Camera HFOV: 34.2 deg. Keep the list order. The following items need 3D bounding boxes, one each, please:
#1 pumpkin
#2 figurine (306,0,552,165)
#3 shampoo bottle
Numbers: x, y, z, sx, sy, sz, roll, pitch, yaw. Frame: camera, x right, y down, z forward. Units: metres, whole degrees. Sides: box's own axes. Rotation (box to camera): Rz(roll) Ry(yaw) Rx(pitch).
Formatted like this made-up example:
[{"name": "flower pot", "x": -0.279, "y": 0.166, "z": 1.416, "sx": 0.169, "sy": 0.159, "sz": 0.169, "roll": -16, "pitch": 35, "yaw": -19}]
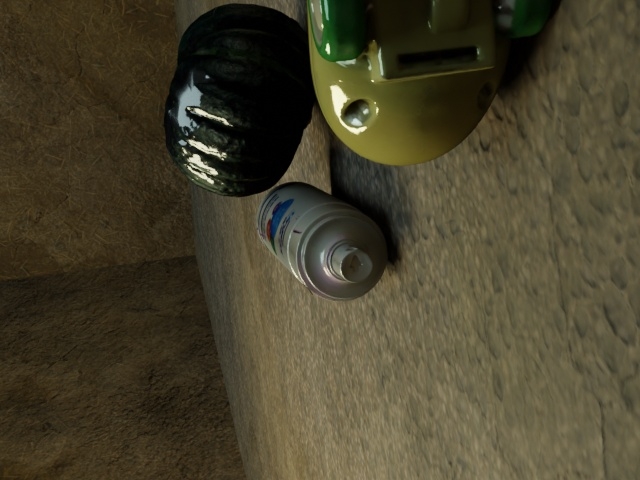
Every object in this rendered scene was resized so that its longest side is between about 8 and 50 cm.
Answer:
[{"name": "pumpkin", "x": -0.088, "y": -0.155, "z": 1.155, "sx": 0.220, "sy": 0.162, "sz": 0.220, "roll": -164, "pitch": 90, "yaw": -87}, {"name": "figurine", "x": 0.039, "y": -0.206, "z": 0.623, "sx": 0.222, "sy": 0.124, "sz": 0.324, "roll": -130, "pitch": 32, "yaw": -80}, {"name": "shampoo bottle", "x": 0.000, "y": 0.000, "z": 1.039, "sx": 0.303, "sy": 0.092, "sz": 0.092, "roll": -139, "pitch": 43, "yaw": -75}]
